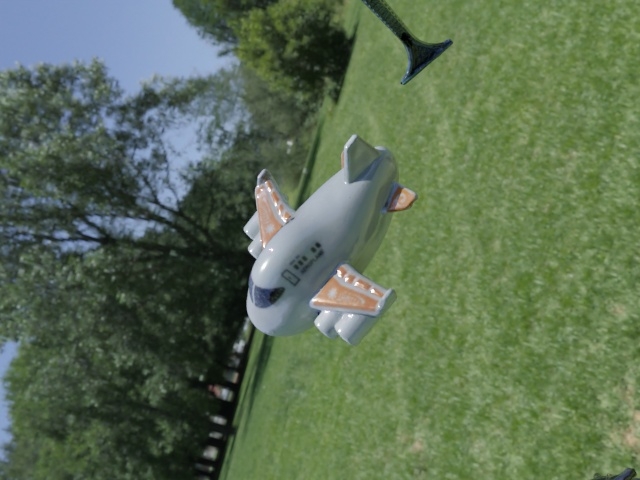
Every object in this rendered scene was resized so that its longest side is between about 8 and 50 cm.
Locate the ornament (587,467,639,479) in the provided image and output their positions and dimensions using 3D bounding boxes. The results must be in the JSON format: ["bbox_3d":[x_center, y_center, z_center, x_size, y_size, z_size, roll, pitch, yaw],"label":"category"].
[{"bbox_3d":[0.142,0.232,0.530,0.202,0.236,0.080,-56,49,53],"label":"ornament"}]

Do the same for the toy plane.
[{"bbox_3d":[0.000,0.000,0.801,0.117,0.244,0.245,27,-104,-51],"label":"toy plane"}]

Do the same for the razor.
[{"bbox_3d":[0.056,-0.208,0.678,0.066,0.033,0.190,-40,-30,17],"label":"razor"}]
